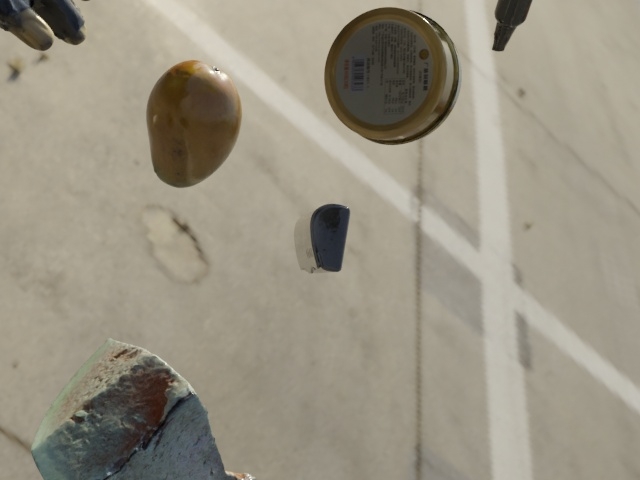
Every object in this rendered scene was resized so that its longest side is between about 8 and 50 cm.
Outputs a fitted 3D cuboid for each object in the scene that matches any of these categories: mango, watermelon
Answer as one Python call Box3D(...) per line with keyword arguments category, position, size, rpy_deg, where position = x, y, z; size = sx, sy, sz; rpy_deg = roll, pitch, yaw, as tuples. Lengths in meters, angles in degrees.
Box3D(category="mango", position=(-0.194, -0.177, 2.023), size=(0.151, 0.221, 0.120), rpy_deg=(-22, 51, -21))
Box3D(category="watermelon", position=(-0.205, 0.222, 1.623), size=(0.319, 0.214, 0.290), rpy_deg=(16, 38, -34))

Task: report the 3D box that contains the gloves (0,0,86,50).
Box3D(category="gloves", position=(-0.324, -0.304, 1.266), size=(0.301, 0.197, 0.152), rpy_deg=(55, 16, 9))

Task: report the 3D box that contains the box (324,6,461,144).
Box3D(category="box", position=(0.055, -0.126, 1.011), size=(0.105, 0.105, 0.037), rpy_deg=(54, 20, 17))

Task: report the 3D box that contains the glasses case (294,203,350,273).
Box3D(category="glasses case", position=(0.000, 0.001, 1.428), size=(0.042, 0.072, 0.190), rpy_deg=(1, -2, -6))

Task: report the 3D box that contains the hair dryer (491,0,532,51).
Box3D(category="hair dryer", position=(0.185, -0.229, 1.123), size=(0.050, 0.195, 0.173), rpy_deg=(-5, 38, -15))
